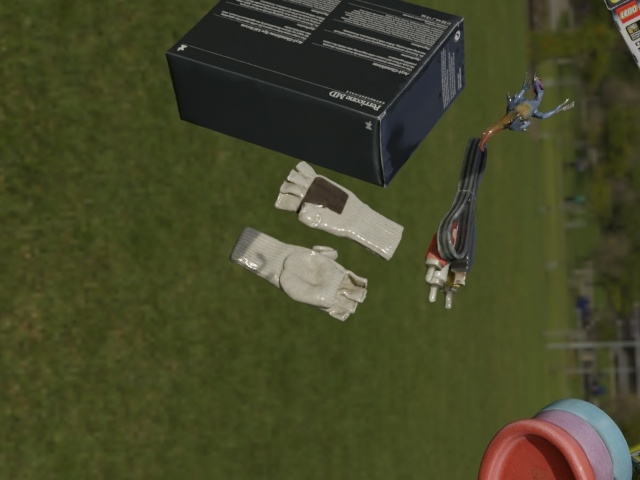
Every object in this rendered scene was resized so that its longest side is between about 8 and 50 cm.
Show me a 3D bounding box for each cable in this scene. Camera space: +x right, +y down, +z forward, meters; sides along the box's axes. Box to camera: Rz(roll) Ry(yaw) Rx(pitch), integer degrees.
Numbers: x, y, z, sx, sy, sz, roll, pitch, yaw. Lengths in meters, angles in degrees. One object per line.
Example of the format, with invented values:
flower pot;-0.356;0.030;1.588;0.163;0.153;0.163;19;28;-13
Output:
cable;0.200;-0.047;2.094;0.139;0.072;0.287;55;39;-56

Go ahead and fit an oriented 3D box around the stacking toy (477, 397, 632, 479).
stacking toy;0.321;0.323;1.456;0.130;0.309;0.279;-16;119;-44

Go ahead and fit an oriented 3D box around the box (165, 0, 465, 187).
box;-0.003;-0.182;1.467;0.184;0.261;0.103;-49;148;-36

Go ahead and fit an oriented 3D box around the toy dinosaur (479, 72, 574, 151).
toy dinosaur;0.183;-0.125;1.267;0.047;0.090;0.082;63;16;-4

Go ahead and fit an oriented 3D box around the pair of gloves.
pair of gloves;0.000;0.000;2.027;0.240;0.204;0.042;-53;173;-42

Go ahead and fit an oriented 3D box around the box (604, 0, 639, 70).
box;0.427;-0.275;1.518;0.114;0.207;0.036;50;22;-41

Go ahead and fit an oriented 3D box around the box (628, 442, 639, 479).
box;0.477;0.238;1.553;0.159;0.233;0.044;-140;-148;-77
